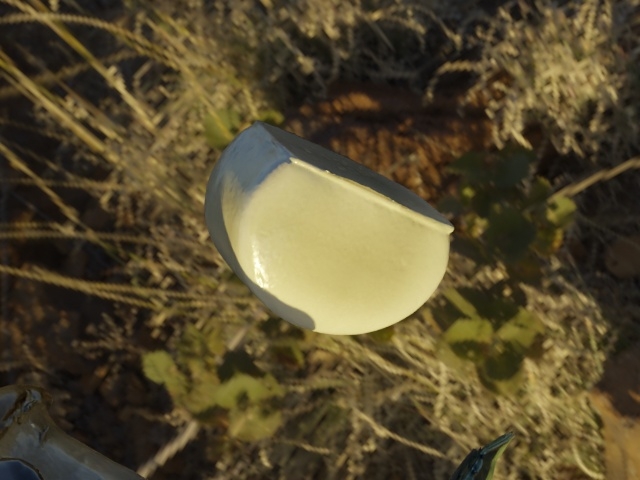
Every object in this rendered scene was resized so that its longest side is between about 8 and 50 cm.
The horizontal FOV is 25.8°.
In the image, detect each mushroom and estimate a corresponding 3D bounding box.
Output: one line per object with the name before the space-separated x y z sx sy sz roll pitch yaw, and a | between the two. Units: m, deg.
mushroom | -0.181 0.268 1.238 0.350 0.128 0.128 43 89 2

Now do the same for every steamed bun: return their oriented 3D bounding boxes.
steamed bun | 0.000 0.000 1.422 0.164 0.241 0.146 -61 31 9

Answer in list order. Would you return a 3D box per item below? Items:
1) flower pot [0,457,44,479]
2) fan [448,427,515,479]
flower pot | -0.301 0.228 0.796 0.282 0.299 0.299 -18 46 -30
fan | 0.081 0.191 0.936 0.009 0.240 0.131 31 118 17
